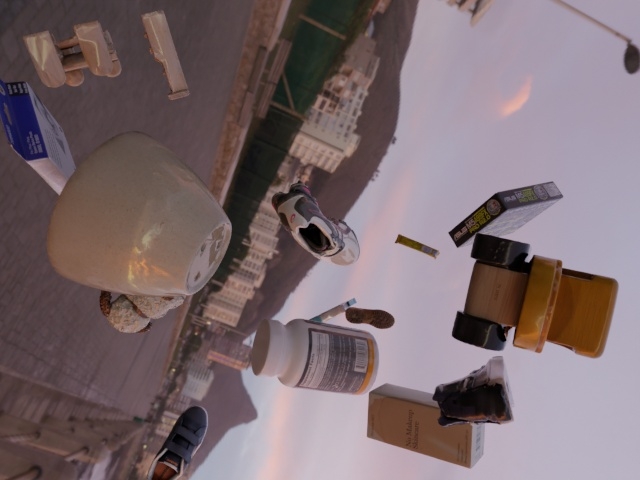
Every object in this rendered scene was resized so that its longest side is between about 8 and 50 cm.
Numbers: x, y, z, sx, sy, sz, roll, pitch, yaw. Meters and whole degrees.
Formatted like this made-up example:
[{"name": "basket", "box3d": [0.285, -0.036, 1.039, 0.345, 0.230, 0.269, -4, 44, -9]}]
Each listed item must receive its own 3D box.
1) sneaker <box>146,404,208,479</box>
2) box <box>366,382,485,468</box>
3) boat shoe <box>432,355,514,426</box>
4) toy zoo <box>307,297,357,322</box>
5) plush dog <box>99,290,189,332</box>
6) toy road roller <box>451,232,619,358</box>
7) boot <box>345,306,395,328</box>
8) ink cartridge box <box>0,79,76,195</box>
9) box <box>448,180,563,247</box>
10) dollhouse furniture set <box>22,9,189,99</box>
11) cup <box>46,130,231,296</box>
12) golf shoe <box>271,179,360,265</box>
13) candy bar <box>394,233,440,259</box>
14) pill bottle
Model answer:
[{"name": "sneaker", "box3d": [-0.508, 0.751, 1.768, 0.321, 0.126, 0.127, -63, -175, -23]}, {"name": "box", "box3d": [0.296, 0.517, 1.396, 0.121, 0.311, 0.147, 3, 89, -56]}, {"name": "boat shoe", "box3d": [0.351, 0.344, 1.127, 0.340, 0.158, 0.127, 23, 56, -67]}, {"name": "toy zoo", "box3d": [-0.001, 0.285, 1.783, 0.293, 0.030, 0.192, -26, 173, 0]}, {"name": "plush dog", "box3d": [-0.575, 0.205, 1.580, 0.225, 0.262, 0.210, -41, -143, -4]}, {"name": "toy road roller", "box3d": [0.398, 0.112, 0.917, 0.329, 0.241, 0.202, 7, 97, -67]}, {"name": "boot", "box3d": [0.153, 0.238, 1.547, 0.084, 0.158, 0.059, 175, -74, -85]}, {"name": "ink cartridge box", "box3d": [-0.584, -0.217, 1.022, 0.223, 0.045, 0.224, 61, -10, 22]}, {"name": "box", "box3d": [0.540, -0.075, 1.435, 0.216, 0.270, 0.060, -50, -121, 52]}, {"name": "dollhouse furniture set", "box3d": [-0.653, -0.543, 1.558, 0.362, 0.394, 0.256, -137, -150, -65]}, {"name": "cup", "box3d": [-0.322, -0.019, 0.983, 0.331, 0.237, 0.331, -62, 172, -15]}, {"name": "golf shoe", "box3d": [0.000, 0.000, 1.011, 0.105, 0.273, 0.120, -36, -135, 15]}, {"name": "candy bar", "box3d": [0.342, 0.022, 1.732, 0.040, 0.162, 0.018, -59, 162, -24]}, {"name": "pill bottle", "box3d": [-0.013, 0.275, 1.173, 0.162, 0.279, 0.162, -166, -90, -69]}]
